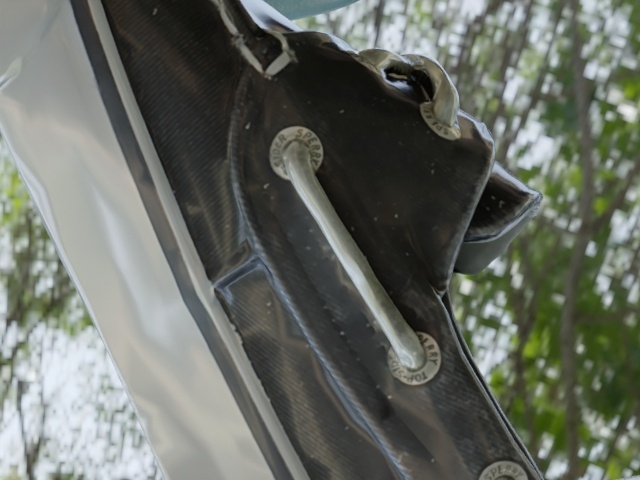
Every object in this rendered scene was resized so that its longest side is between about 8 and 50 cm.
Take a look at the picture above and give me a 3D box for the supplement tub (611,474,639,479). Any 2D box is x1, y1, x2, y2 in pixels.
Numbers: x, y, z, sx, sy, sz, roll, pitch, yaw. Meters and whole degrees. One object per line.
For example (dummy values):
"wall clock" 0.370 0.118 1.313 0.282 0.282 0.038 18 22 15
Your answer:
"supplement tub" 0.095 0.257 0.591 0.228 0.316 0.228 16 -145 -12

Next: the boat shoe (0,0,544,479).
"boat shoe" 0.000 0.000 0.416 0.102 0.108 0.301 -24 -97 6

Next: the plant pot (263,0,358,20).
"plant pot" -0.028 -0.349 1.658 0.252 0.247 0.248 -7 -152 -17
